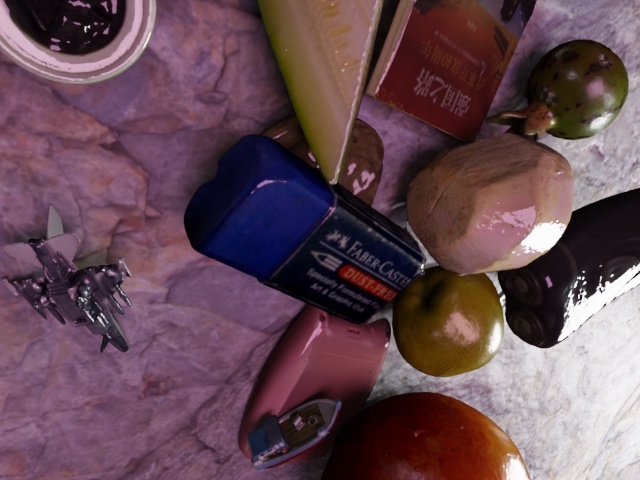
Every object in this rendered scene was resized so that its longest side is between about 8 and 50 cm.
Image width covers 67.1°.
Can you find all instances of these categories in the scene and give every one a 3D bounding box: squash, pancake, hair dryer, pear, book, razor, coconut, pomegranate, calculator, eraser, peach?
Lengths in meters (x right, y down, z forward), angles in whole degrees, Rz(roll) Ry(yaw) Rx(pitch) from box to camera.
[{"bbox_3d":[0.049,-0.237,0.564,0.203,0.111,0.288,-21,99,10],"label":"squash"},{"bbox_3d":[-0.015,-0.074,0.685,0.242,0.050,0.241,-13,127,-18],"label":"pancake"},{"bbox_3d":[-0.114,-0.273,0.438,0.362,0.203,0.128,-29,121,-6],"label":"hair dryer"},{"bbox_3d":[0.210,0.131,0.806,0.198,0.198,0.198,-10,115,-22],"label":"pear"},{"bbox_3d":[0.217,-0.339,0.660,0.263,0.028,0.373,7,109,-45],"label":"book"},{"bbox_3d":[0.471,0.043,0.850,0.349,0.113,0.204,-24,114,-18],"label":"razor"},{"bbox_3d":[0.261,-0.050,0.733,0.237,0.237,0.197,0,75,-26],"label":"coconut"},{"bbox_3d":[0.370,-0.226,0.762,0.220,0.156,0.156,-17,121,8],"label":"pomegranate"},{"bbox_3d":[-0.008,0.267,0.835,0.220,0.048,0.329,18,105,-32],"label":"calculator"},{"bbox_3d":[0.000,0.000,0.639,0.155,0.101,0.332,-47,134,15],"label":"eraser"},{"bbox_3d":[0.167,0.439,0.814,0.389,0.388,0.387,-10,115,-22],"label":"peach"}]

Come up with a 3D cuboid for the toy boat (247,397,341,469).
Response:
[{"bbox_3d":[-0.041,0.303,0.772,0.173,0.069,0.058,-26,132,-4],"label":"toy boat"}]

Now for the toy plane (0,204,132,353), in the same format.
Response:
[{"bbox_3d":[-0.294,0.075,0.591,0.160,0.082,0.233,-10,118,7],"label":"toy plane"}]

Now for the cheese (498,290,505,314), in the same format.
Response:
[{"bbox_3d":[0.429,0.078,0.952,0.164,0.071,0.248,30,95,-32],"label":"cheese"}]
